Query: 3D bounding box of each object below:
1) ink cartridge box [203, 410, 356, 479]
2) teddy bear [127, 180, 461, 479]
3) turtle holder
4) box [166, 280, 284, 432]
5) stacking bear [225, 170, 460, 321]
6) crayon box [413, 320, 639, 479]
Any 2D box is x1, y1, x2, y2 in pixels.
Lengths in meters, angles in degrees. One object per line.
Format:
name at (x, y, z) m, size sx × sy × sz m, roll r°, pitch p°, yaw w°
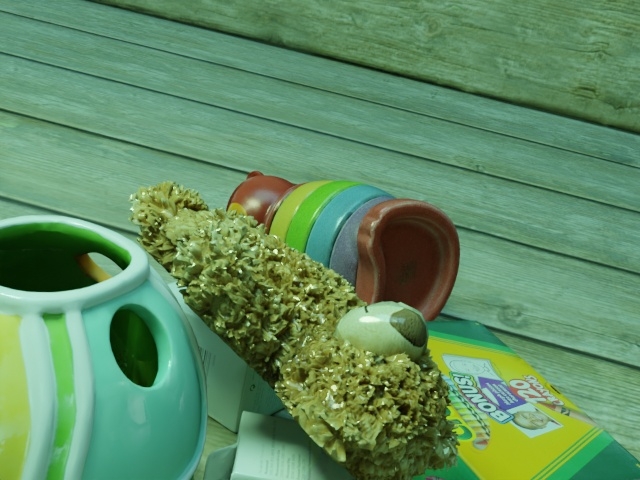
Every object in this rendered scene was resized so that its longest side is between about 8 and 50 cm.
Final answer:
ink cartridge box at (-0.017, 0.193, 0.777) m, size 0.143 × 0.092 × 0.090 m, roll 12°, pitch 21°, yaw -3°
teddy bear at (-0.021, 0.048, 0.801) m, size 0.245 × 0.113 × 0.338 m, roll 45°, pitch -4°, yaw -27°
turtle holder at (-0.220, 0.114, 0.680) m, size 0.320 × 0.227 × 0.243 m, roll -6°, pitch 28°, yaw -40°
box at (-0.067, 0.092, 1.008) m, size 0.130 × 0.091 × 0.170 m, roll 25°, pitch 25°, yaw 31°
stacking bear at (0.000, 0.000, 1.209) m, size 0.289 × 0.175 × 0.164 m, roll 21°, pitch 23°, yaw 41°
crayon box at (0.138, 0.170, 0.937) m, size 0.165 × 0.081 × 0.278 m, roll 1°, pitch 24°, yaw -28°
